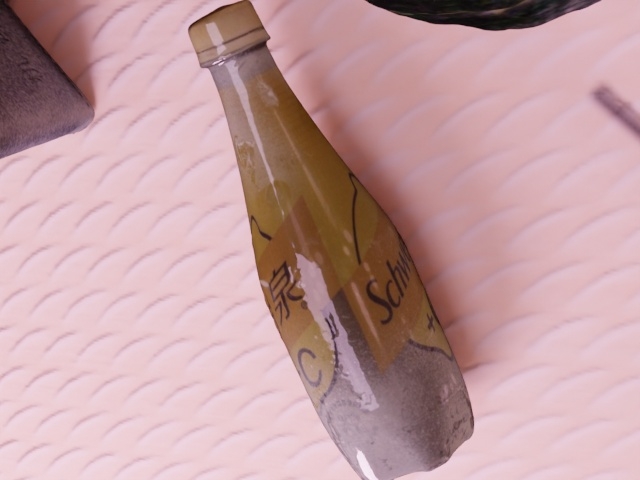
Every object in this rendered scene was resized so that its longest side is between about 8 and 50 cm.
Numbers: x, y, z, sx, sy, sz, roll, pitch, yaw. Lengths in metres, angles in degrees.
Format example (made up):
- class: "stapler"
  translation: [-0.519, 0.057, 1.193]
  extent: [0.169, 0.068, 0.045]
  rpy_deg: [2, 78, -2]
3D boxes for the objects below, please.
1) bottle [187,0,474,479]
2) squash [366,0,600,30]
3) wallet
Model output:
- class: "bottle"
  translation: [0.000, 0.000, 0.846]
  extent: [0.083, 0.083, 0.269]
  rpy_deg: [-15, 104, 39]
- class: "squash"
  translation: [0.058, -0.206, 0.582]
  extent: [0.165, 0.252, 0.252]
  rpy_deg: [9, 119, 25]
- class: "wallet"
  translation: [-0.230, -0.137, 0.882]
  extent: [0.036, 0.167, 0.222]
  rpy_deg: [-41, 89, 18]
